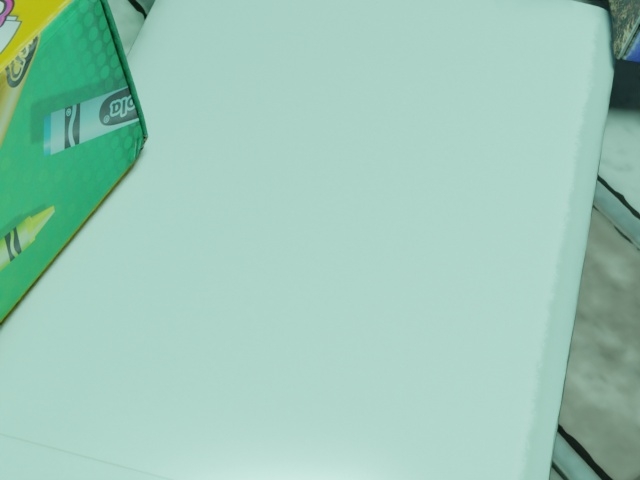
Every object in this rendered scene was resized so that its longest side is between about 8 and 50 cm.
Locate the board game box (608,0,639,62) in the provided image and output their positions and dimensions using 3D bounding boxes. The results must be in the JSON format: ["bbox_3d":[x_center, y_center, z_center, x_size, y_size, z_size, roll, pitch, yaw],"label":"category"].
[{"bbox_3d":[0.280,-0.188,0.596,0.291,0.141,0.232,8,51,-11],"label":"board game box"}]

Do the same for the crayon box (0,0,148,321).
[{"bbox_3d":[-0.204,0.009,0.424,0.165,0.081,0.278,17,53,24],"label":"crayon box"}]

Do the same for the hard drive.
[{"bbox_3d":[0.000,0.000,0.505,0.203,0.040,0.307,14,52,5],"label":"hard drive"}]
